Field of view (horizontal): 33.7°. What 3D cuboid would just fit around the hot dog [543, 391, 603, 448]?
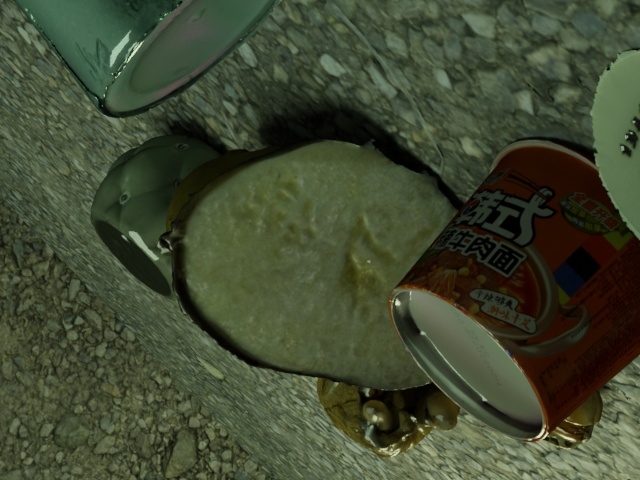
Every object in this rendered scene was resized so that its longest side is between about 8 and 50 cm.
[{"bbox_3d":[0.203,0.153,1.362,0.337,0.100,0.135,34,159,19],"label":"hot dog"}]

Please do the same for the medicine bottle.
[{"bbox_3d":[-0.195,-0.298,0.976,0.290,0.245,0.245,49,160,5],"label":"medicine bottle"}]

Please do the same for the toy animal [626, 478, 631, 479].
[{"bbox_3d":[0.437,0.314,1.195,0.232,0.084,0.148,8,-137,-49],"label":"toy animal"}]

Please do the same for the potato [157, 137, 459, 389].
[{"bbox_3d":[0.000,0.000,1.332,0.397,0.290,0.296,4,-169,-2],"label":"potato"}]

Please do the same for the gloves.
[{"bbox_3d":[0.093,0.215,1.476,0.203,0.155,0.356,26,179,9],"label":"gloves"}]

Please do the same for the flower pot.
[{"bbox_3d":[-0.217,-0.039,1.596,0.246,0.195,0.246,37,159,16],"label":"flower pot"}]

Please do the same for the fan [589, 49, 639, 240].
[{"bbox_3d":[0.320,-0.012,0.810,0.329,0.009,0.191,53,155,27],"label":"fan"}]

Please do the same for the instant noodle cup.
[{"bbox_3d":[0.201,0.058,1.016,0.250,0.192,0.250,40,158,20],"label":"instant noodle cup"}]
